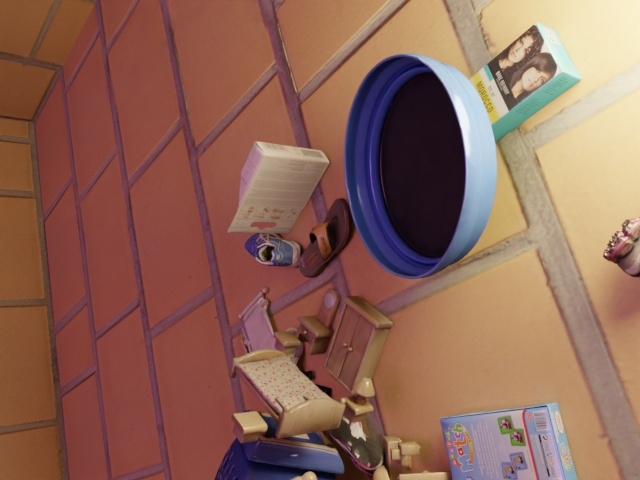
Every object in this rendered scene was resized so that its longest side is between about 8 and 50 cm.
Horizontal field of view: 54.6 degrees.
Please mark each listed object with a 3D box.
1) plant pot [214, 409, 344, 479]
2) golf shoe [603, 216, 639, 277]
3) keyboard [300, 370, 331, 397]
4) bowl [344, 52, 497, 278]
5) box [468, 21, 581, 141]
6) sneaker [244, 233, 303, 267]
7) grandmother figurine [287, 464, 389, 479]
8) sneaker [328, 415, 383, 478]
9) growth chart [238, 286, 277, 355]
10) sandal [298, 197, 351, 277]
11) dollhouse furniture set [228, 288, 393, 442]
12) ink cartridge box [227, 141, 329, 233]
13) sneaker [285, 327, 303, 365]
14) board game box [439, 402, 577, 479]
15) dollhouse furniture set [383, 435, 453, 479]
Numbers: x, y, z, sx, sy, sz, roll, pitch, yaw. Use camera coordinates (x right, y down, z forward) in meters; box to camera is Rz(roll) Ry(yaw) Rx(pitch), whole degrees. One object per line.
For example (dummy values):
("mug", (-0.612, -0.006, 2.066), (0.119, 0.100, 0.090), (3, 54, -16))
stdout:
("plant pot", (-0.086, 0.490, 1.290), (0.236, 0.236, 0.212), (-160, 84, -75))
("golf shoe", (0.467, -0.030, 0.824), (0.086, 0.067, 0.186), (36, 117, 13))
("keyboard", (-0.040, 0.353, 1.440), (0.180, 0.023, 0.108), (0, 88, 50))
("bowl", (0.164, -0.129, 1.100), (0.391, 0.077, 0.391), (173, 90, -66))
("box", (0.296, -0.236, 1.030), (0.244, 0.060, 0.100), (-39, 60, 43))
("sneaker", (-0.131, 0.018, 1.518), (0.211, 0.081, 0.080), (10, 97, 52))
("grandmother figurine", (-0.041, 0.513, 1.138), (0.104, 0.342, 0.207), (-150, 57, -76))
("sneaker", (0.071, 0.422, 1.269), (0.178, 0.072, 0.077), (47, 157, 57))
("growth chart", (-0.154, 0.261, 1.582), (0.172, 0.021, 0.237), (-41, 58, 42))
("sandal", (0.000, 0.000, 1.376), (0.219, 0.060, 0.090), (-52, 52, 35))
("dollhouse furniture set", (-0.054, 0.205, 1.203), (0.303, 0.356, 0.173), (35, 114, 46))
("ink cartridge box", (-0.105, -0.114, 1.416), (0.224, 0.181, 0.056), (-58, 47, 33))
("sneaker", (-0.085, 0.283, 1.457), (0.065, 0.061, 0.158), (-25, 51, 62))
("board game box", (0.302, 0.357, 1.009), (0.211, 0.039, 0.160), (-24, 70, 44))
("dollhouse furniture set", (0.194, 0.447, 1.150), (0.151, 0.123, 0.144), (128, 139, -82))
